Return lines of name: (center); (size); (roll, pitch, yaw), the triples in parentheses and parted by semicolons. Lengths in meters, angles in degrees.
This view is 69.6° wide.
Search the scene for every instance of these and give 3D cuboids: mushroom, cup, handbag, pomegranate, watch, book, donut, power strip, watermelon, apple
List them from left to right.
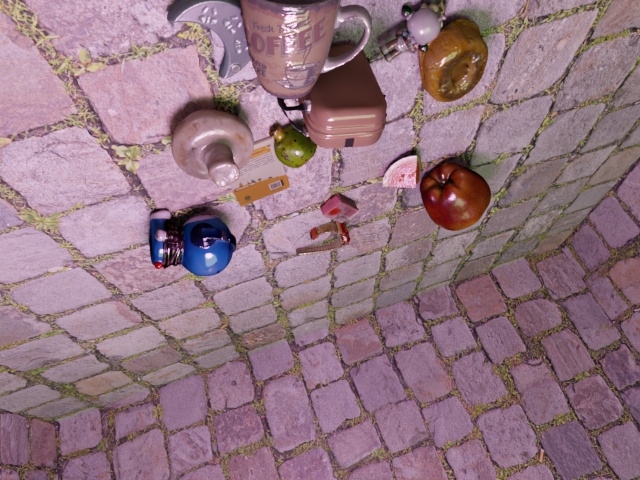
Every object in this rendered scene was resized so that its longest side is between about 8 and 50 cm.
mushroom: (-0.308, -0.253, 1.351); (0.243, 0.244, 0.244); (-17, 152, -9)
power strip: (-0.238, -0.507, 1.135); (0.167, 0.054, 0.253); (-29, 151, 15)
book: (-0.232, -0.239, 1.645); (0.207, 0.020, 0.295); (-21, 152, -3)
pomegranate: (-0.085, -0.311, 1.510); (0.143, 0.122, 0.169); (-44, 144, 14)
cup: (-0.034, -0.479, 1.087); (0.300, 0.228, 0.257); (6, 144, 0)
watch: (0.006, -0.005, 2.173); (0.268, 0.102, 0.165); (-12, 145, -1)
handbag: (0.020, -0.393, 1.268); (0.283, 0.302, 0.149); (-10, 150, -11)
watermelon: (0.361, -0.283, 1.927); (0.193, 0.137, 0.145); (-39, -177, 30)
donut: (0.416, -0.556, 1.436); (0.208, 0.128, 0.261); (-27, 153, 8)
apple: (0.597, -0.195, 2.054); (0.288, 0.288, 0.316); (-35, 137, 23)

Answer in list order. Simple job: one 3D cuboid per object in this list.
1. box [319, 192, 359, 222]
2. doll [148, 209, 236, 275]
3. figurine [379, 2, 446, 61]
box: (0.081, -0.140, 2.006); (0.111, 0.060, 0.156); (-36, 148, 27)
doll: (-0.469, 0.016, 1.711); (0.309, 0.240, 0.284); (-1, 161, -25)
figurine: (0.261, -0.592, 1.309); (0.197, 0.094, 0.147); (-25, 131, 22)
